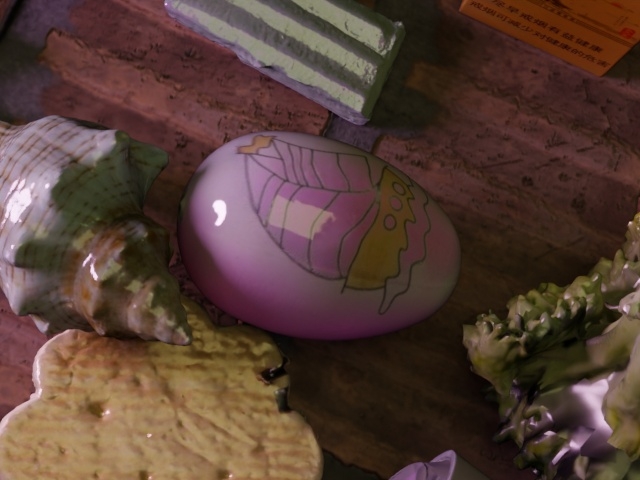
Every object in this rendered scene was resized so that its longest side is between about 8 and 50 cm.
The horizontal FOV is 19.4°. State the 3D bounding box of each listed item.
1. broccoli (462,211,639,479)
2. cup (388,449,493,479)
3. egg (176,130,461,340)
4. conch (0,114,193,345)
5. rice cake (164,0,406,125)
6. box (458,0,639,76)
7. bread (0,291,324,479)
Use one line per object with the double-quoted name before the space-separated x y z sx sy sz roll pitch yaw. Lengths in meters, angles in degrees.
"broccoli" 0.329 0.110 1.734 0.348 0.281 0.293 -37 67 -7
"cup" 0.171 0.379 1.647 0.371 0.253 0.253 36 69 -1
"egg" 0.000 0.000 1.756 0.271 0.196 0.196 16 70 0
"conch" -0.230 -0.044 1.713 0.203 0.169 0.386 -19 67 -39
"rice cake" -0.034 -0.218 1.896 0.237 0.043 0.127 27 70 -3
"box" 0.258 -0.265 1.851 0.174 0.274 0.076 23 74 -5
"bread" -0.146 0.203 1.737 0.316 0.054 0.316 4 72 -12
